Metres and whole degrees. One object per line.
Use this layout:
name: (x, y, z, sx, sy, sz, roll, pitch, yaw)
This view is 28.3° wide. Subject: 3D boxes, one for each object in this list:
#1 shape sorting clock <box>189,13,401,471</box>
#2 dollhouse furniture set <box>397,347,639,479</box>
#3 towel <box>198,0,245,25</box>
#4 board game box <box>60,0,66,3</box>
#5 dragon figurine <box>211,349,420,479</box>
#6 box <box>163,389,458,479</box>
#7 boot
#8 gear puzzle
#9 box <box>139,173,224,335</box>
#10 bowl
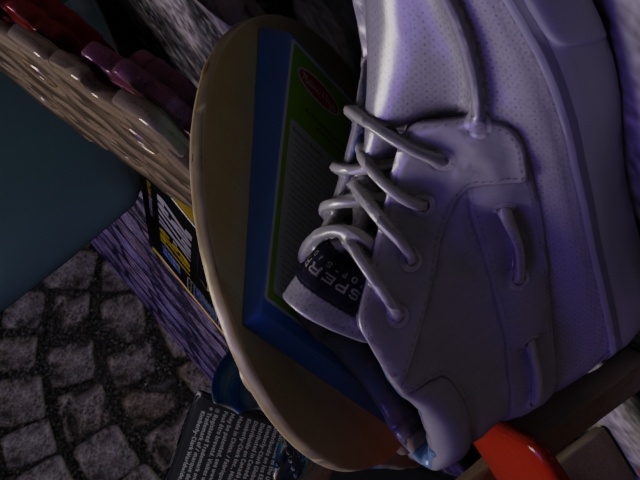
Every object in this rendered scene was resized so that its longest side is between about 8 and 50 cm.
shape sorting clock: (0.000, 0.000, 0.569, 0.040, 0.206, 0.206, -10, 129, 28)
dollhouse furniture set: (0.143, 0.177, 0.610, 0.259, 0.135, 0.262, 56, 167, -20)
towel: (-0.158, -0.285, 0.560, 0.317, 0.053, 0.332, 42, 166, 33)
board game box: (-0.195, -0.228, 0.632, 0.210, 0.047, 0.160, 47, 169, 4)
dragon figurine: (-0.007, 0.095, 0.765, 0.144, 0.289, 0.085, -18, 110, 36)
box: (0.007, 0.227, 0.978, 0.270, 0.143, 0.165, 20, 169, -4)
boot: (0.038, -0.016, 0.454, 0.095, 0.123, 0.258, 37, 162, 49)
gear puzzle: (-0.137, -0.099, 0.675, 0.339, 0.044, 0.175, 33, 172, 35)
box: (-0.042, 0.047, 1.062, 0.257, 0.079, 0.322, 52, 168, 5)
bowl: (-0.242, -0.113, 1.019, 0.311, 0.163, 0.311, 158, 90, -79)
